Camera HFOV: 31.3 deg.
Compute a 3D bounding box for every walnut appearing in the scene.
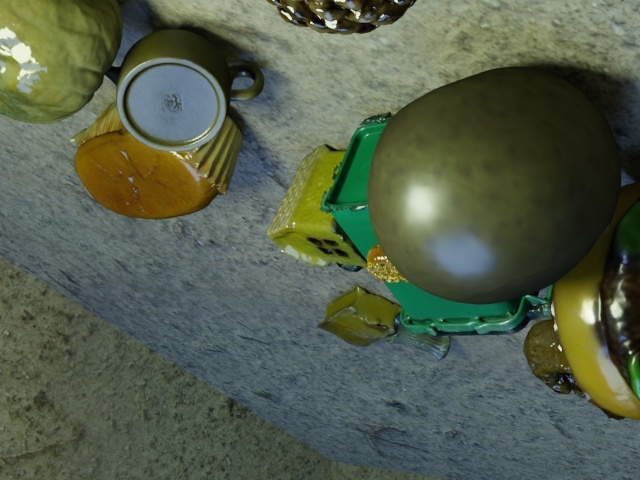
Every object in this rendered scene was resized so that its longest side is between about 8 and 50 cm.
[{"bbox_3d":[-0.456,-0.329,1.815,0.277,0.282,0.253,39,114,-8],"label":"walnut"}]

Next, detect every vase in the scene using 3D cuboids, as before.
[{"bbox_3d":[0.239,0.237,2.755,0.148,0.081,0.081,23,159,-11],"label":"vase"}]

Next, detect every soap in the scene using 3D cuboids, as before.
[{"bbox_3d":[0.094,0.190,2.776,0.135,0.076,0.233,27,159,-11],"label":"soap"}]

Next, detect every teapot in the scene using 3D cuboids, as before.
[{"bbox_3d":[-0.227,-0.266,1.890,0.267,0.175,0.186,0,130,-3],"label":"teapot"}]

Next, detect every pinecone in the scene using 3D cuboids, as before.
[{"bbox_3d":[0.012,-0.360,1.341,0.243,0.243,0.257,33,177,-28],"label":"pinecone"}]

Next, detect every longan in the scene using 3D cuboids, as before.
[{"bbox_3d":[0.239,-0.076,1.614,0.361,0.361,0.361,19,159,8],"label":"longan"}]

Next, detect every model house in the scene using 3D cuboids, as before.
[{"bbox_3d":[0.016,-0.067,2.084,0.234,0.193,0.175,8,155,37],"label":"model house"}]

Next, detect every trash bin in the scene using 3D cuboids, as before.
[{"bbox_3d":[0.211,-0.022,1.924,0.295,0.259,0.381,-5,143,41],"label":"trash bin"}]

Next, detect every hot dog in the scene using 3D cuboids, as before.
[{"bbox_3d":[0.145,0.036,1.798,0.165,0.045,0.071,0,139,32],"label":"hot dog"}]

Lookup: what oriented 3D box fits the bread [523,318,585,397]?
[{"bbox_3d":[0.547,0.257,2.449,0.230,0.123,0.230,20,157,9],"label":"bread"}]

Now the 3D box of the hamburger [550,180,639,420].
[{"bbox_3d":[0.561,0.076,1.690,0.395,0.396,0.277,34,157,-29],"label":"hamburger"}]

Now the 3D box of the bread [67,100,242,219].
[{"bbox_3d":[-0.312,-0.157,2.183,0.236,0.183,0.388,37,154,-29],"label":"bread"}]

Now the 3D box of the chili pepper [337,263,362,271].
[{"bbox_3d":[0.002,-0.002,2.425,0.216,0.062,0.108,32,157,-19],"label":"chili pepper"}]
